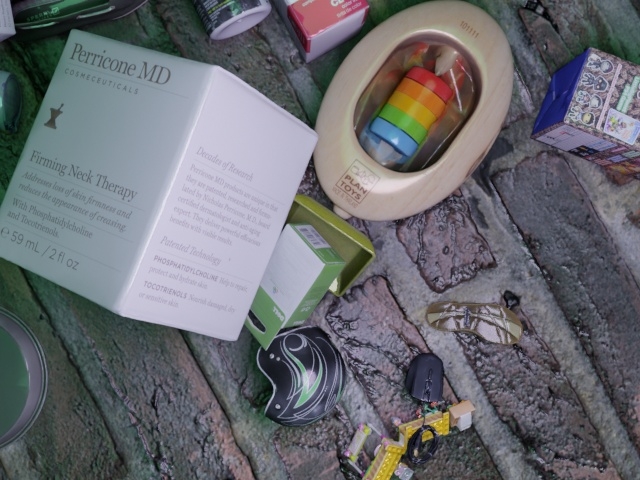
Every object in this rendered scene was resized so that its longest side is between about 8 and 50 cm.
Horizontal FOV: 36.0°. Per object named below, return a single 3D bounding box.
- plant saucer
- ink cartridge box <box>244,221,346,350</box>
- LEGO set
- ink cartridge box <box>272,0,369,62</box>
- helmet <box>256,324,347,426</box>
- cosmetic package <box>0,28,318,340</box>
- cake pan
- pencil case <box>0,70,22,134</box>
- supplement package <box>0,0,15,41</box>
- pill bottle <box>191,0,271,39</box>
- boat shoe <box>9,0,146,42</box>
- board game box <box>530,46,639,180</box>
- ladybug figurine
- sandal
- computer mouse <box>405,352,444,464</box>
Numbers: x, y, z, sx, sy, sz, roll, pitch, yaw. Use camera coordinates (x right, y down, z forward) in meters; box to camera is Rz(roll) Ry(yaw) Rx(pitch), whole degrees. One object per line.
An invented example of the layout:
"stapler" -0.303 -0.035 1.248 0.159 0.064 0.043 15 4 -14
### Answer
"plant saucer" 0.000 0.000 1.790 0.188 0.188 0.045 34 57 -2
"ink cartridge box" -0.057 0.081 1.725 0.109 0.062 0.209 48 119 27
"LEGO set" 0.146 0.370 1.831 0.287 0.107 0.132 -46 125 -7
"ink cartridge box" -0.044 -0.494 1.756 0.131 0.226 0.306 -28 91 0
"helmet" -0.035 0.251 1.777 0.169 0.169 0.161 -22 74 -2
"cosmetic package" -0.272 -0.086 1.637 0.329 0.327 0.393 20 88 32
"cake pan" -0.654 0.257 1.808 0.293 0.054 0.293 0 89 -2
"pencil case" -0.684 -0.258 1.786 0.273 0.124 0.113 5 61 -3
"supplement package" -0.670 -0.465 1.726 0.204 0.145 0.261 -11 90 42
"pill bottle" -0.198 -0.503 1.798 0.130 0.130 0.245 -26 91 -2
"boat shoe" -0.436 -0.453 1.806 0.335 0.095 0.112 -23 90 -2
"board game box" 0.561 -0.210 1.770 0.291 0.232 0.141 21 88 -2
"ladybug figurine" 0.160 -0.226 1.790 0.305 0.162 0.449 39 88 -1
"sandal" 0.290 0.151 1.850 0.180 0.049 0.072 8 83 13
"computer mouse" 0.188 0.295 1.772 0.071 0.041 0.242 12 46 -3
